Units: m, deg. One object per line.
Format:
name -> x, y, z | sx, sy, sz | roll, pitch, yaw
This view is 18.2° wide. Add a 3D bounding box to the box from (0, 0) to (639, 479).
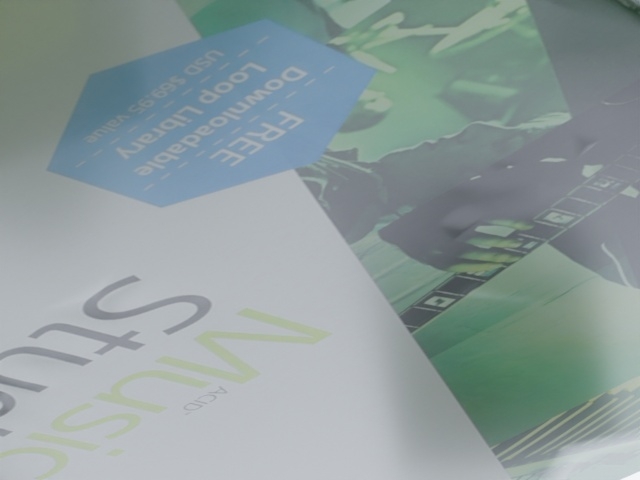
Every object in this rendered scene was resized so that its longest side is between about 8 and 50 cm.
box -> 0.000, 0.000, 0.458 | 0.232, 0.322, 0.058 | -31, -120, 31
